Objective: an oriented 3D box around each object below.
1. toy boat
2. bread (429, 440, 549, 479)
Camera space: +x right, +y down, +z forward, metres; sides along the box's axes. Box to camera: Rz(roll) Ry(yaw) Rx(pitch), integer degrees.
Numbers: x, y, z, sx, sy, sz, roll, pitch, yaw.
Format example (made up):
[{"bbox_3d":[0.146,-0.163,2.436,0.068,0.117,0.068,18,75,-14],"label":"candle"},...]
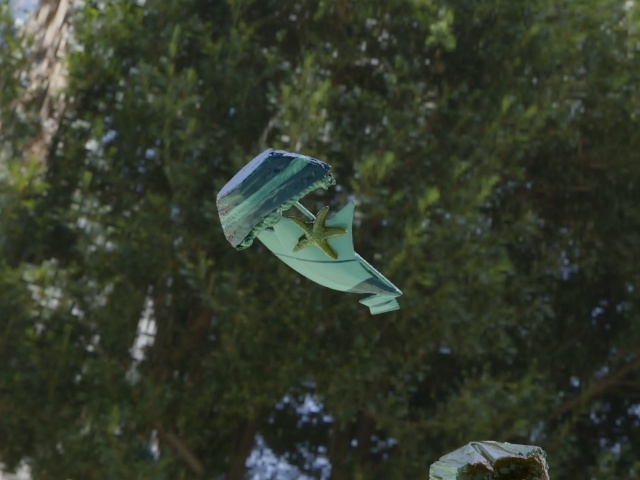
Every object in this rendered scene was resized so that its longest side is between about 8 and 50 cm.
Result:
[{"bbox_3d":[0.000,0.000,1.690,0.291,0.067,0.220,39,-48,-19],"label":"toy boat"},{"bbox_3d":[0.283,0.439,2.035,0.192,0.210,0.109,-7,12,-26],"label":"bread"}]
